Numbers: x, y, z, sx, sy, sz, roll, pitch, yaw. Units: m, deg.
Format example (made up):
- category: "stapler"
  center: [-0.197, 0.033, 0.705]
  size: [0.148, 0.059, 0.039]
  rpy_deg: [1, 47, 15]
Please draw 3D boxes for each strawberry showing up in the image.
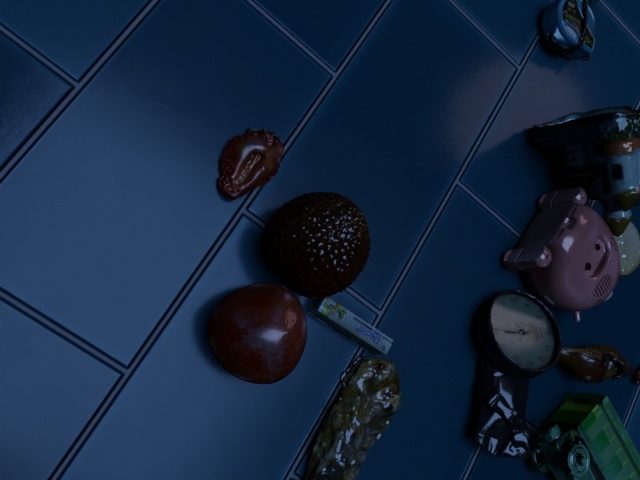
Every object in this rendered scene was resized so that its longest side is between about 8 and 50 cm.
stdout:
- category: "strawberry"
  center: [-0.123, -0.139, 1.077]
  size: [0.104, 0.048, 0.152]
  rpy_deg: [32, 69, -14]

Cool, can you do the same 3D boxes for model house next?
- category: "model house"
  center: [0.608, -0.138, 1.310]
  size: [0.185, 0.253, 0.290]
  rpy_deg: [-20, 103, -22]

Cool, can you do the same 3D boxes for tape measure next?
- category: "tape measure"
  center: [0.574, -0.496, 1.413]
  size: [0.125, 0.081, 0.145]
  rpy_deg: [16, 77, -25]

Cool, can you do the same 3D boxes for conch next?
- category: "conch"
  center: [0.573, 0.266, 1.320]
  size: [0.233, 0.086, 0.080]
  rpy_deg: [2, 101, -20]

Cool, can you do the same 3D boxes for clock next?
- category: "clock"
  center: [0.548, 0.041, 1.306]
  size: [0.241, 0.142, 0.227]
  rpy_deg: [45, 69, -17]
- category: "clock"
  center: [0.406, 0.186, 1.240]
  size: [0.185, 0.040, 0.184]
  rpy_deg: [11, 57, -18]

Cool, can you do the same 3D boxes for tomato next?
- category: "tomato"
  center: [-0.099, 0.152, 0.997]
  size: [0.168, 0.167, 0.167]
  rpy_deg: [3, 82, -24]

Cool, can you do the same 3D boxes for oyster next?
- category: "oyster"
  center: [0.055, 0.365, 1.086]
  size: [0.129, 0.079, 0.344]
  rpy_deg: [39, 67, -24]

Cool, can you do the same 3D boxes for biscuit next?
- category: "biscuit"
  center: [0.705, 0.013, 1.441]
  size: [0.152, 0.020, 0.151]
  rpy_deg: [3, 82, -23]

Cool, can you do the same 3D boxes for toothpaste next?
- category: "toothpaste"
  center: [0.054, 0.157, 1.120]
  size: [0.164, 0.046, 0.034]
  rpy_deg: [35, 68, -16]

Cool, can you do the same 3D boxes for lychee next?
- category: "lychee"
  center: [-0.004, 0.005, 1.043]
  size: [0.195, 0.194, 0.194]
  rpy_deg: [3, 82, -24]

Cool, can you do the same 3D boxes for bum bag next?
- category: "bum bag"
  center: [0.372, 0.303, 1.225]
  size: [0.123, 0.060, 0.248]
  rpy_deg: [14, 63, -13]

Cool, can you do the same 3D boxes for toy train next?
- category: "toy train"
  center: [0.563, 0.475, 1.270]
  size: [0.202, 0.120, 0.300]
  rpy_deg: [-35, 98, -27]

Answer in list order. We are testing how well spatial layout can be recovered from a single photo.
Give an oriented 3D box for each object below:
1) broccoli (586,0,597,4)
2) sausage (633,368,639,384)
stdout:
- category: "broccoli"
  center: [0.641, -0.661, 1.402]
  size: [0.194, 0.194, 0.219]
  rpy_deg: [-41, 106, -23]
- category: "sausage"
  center: [0.774, 0.298, 1.430]
  size: [0.130, 0.034, 0.034]
  rpy_deg: [-34, 98, -24]
